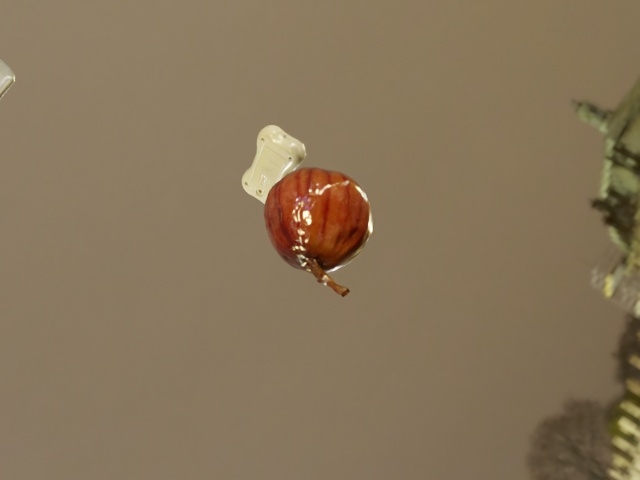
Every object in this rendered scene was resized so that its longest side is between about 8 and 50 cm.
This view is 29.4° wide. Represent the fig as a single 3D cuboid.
[{"bbox_3d":[0.002,-0.008,1.374,0.128,0.150,0.128,-16,-2,-1],"label":"fig"}]

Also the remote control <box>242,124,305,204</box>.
[{"bbox_3d":[-0.066,-0.103,1.722,0.032,0.074,0.122,-42,-16,-46],"label":"remote control"}]

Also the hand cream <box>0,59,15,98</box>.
[{"bbox_3d":[-0.372,-0.066,1.109,0.255,0.079,0.048,-52,-40,-7],"label":"hand cream"}]
